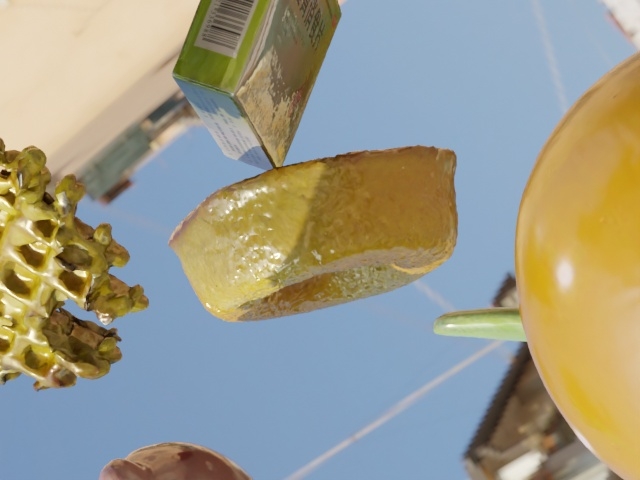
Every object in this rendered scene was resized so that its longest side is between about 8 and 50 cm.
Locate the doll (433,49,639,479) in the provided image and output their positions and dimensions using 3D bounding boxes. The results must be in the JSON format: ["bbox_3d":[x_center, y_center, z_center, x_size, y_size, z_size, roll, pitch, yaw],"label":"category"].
[{"bbox_3d":[0.174,0.011,0.646,0.213,0.213,0.236,53,165,-2],"label":"doll"}]

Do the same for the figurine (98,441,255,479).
[{"bbox_3d":[-0.126,0.262,1.380,0.173,0.173,0.173,36,-147,-29],"label":"figurine"}]

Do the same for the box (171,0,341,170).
[{"bbox_3d":[-0.051,-0.178,1.382,0.062,0.175,0.260,19,170,11],"label":"box"}]

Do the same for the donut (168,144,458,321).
[{"bbox_3d":[0.000,0.000,1.472,0.303,0.303,0.110,0,-107,-56],"label":"donut"}]

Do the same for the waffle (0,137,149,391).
[{"bbox_3d":[-0.237,0.015,1.070,0.232,0.228,0.051,62,-143,-30],"label":"waffle"}]
